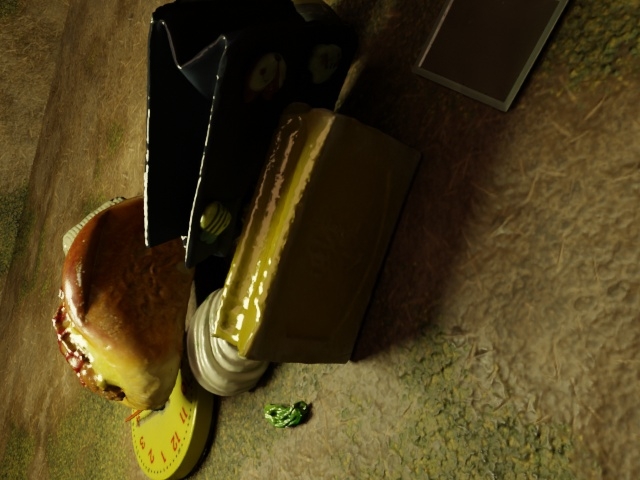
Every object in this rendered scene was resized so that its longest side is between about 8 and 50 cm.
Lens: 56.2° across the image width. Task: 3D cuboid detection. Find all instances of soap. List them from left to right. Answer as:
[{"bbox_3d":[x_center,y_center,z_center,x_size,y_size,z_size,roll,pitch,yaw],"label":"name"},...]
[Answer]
[{"bbox_3d":[0.000,0.000,0.772,0.091,0.199,0.315,26,98,44],"label":"soap"}]

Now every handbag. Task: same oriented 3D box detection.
[{"bbox_3d":[-0.089,-0.142,0.802,0.122,0.303,0.329,25,119,21],"label":"handbag"}]

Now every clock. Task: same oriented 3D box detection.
[{"bbox_3d":[-0.301,0.309,1.147,0.293,0.071,0.277,35,107,49],"label":"clock"}]

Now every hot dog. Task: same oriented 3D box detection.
[{"bbox_3d":[-0.344,0.089,1.071,0.185,0.223,0.405,124,153,-49],"label":"hot dog"}]

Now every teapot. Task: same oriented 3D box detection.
[{"bbox_3d":[-0.029,-0.313,0.971,0.166,0.130,0.119,152,110,-81],"label":"teapot"}]

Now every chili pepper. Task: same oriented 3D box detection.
[{"bbox_3d":[-0.054,0.259,0.893,0.091,0.030,0.034,-19,40,44],"label":"chili pepper"}]

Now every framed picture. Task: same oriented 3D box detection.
[{"bbox_3d":[0.202,-0.249,0.740,0.183,0.011,0.142,43,113,47],"label":"framed picture"}]

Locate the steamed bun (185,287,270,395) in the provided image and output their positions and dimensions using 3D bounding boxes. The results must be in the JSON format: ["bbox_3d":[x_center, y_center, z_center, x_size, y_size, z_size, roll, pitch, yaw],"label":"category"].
[{"bbox_3d":[-0.156,0.162,0.987,0.183,0.106,0.183,-16,69,49],"label":"steamed bun"}]

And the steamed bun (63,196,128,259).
[{"bbox_3d":[-0.462,0.015,1.381,0.218,0.144,0.211,-47,47,-10],"label":"steamed bun"}]
